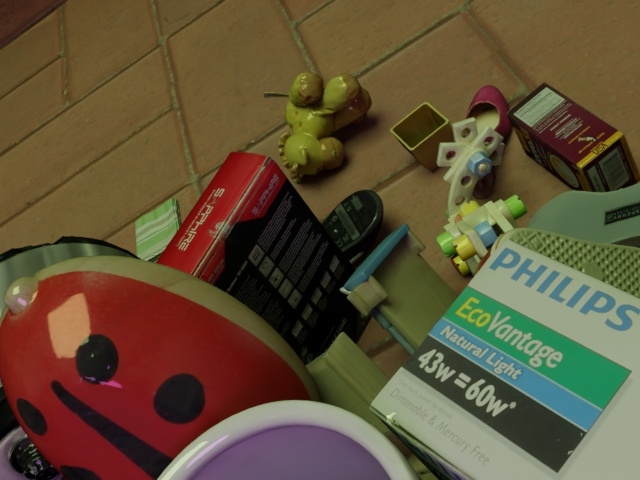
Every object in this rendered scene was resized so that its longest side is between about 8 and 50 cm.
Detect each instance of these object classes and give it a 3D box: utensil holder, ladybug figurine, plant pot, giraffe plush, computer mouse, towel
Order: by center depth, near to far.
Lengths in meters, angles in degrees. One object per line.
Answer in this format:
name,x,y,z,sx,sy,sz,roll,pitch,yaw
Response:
utensil holder,0.031,0.393,0.830,0.327,0.385,0.328,-19,45,21
ladybug figurine,-0.180,0.201,0.949,0.305,0.449,0.162,-42,24,17
plant pot,0.186,-0.172,1.431,0.081,0.083,0.081,-39,42,2
computer mouse,0.000,0.000,1.440,0.262,0.060,0.184,-46,45,10
giraffe plush,-0.012,-0.202,1.561,0.210,0.181,0.171,-3,74,21
towel,-0.340,-0.017,1.721,0.113,0.023,0.152,-30,43,10

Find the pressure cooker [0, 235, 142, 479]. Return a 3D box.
pressure cooker,-0.364,0.247,1.237,0.375,0.370,0.420,-6,38,-25

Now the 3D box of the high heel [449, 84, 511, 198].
high heel,0.256,-0.194,1.374,0.082,0.117,0.244,-4,53,33

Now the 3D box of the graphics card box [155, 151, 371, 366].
graphics card box,-0.068,0.077,1.184,0.094,0.371,0.233,14,65,39

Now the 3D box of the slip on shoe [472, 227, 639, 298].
slip on shoe,0.329,0.068,0.984,0.101,0.331,0.123,141,141,-61

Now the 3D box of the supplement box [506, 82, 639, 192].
supplement box,0.379,-0.145,1.254,0.080,0.104,0.188,-39,41,1

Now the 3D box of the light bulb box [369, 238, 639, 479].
light bulb box,0.297,0.237,0.791,0.225,0.361,0.358,-49,42,-10

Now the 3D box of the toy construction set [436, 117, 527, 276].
toy construction set,0.224,-0.021,1.160,0.151,0.215,0.328,-25,33,17

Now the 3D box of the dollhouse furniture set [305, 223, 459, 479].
dollhouse furniture set,0.105,0.183,1.160,0.198,0.286,0.303,-40,5,45

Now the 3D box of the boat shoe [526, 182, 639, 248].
boat shoe,0.415,-0.020,1.119,0.306,0.104,0.113,-25,49,52
